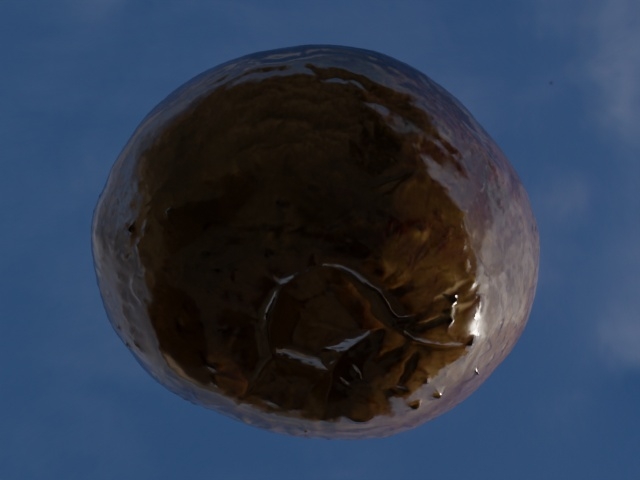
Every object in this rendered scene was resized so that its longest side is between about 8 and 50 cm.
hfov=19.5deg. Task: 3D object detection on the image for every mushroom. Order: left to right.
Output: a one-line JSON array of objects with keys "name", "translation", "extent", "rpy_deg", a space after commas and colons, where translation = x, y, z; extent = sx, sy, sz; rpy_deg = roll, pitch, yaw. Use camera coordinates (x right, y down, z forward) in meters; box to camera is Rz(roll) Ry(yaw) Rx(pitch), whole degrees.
[{"name": "mushroom", "translation": [0.001, 0.009, 0.934], "extent": [0.231, 0.138, 0.194], "rpy_deg": [3, -51, -7]}]
